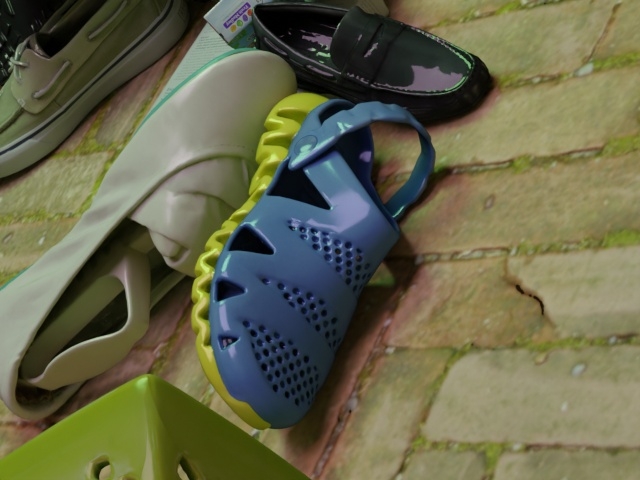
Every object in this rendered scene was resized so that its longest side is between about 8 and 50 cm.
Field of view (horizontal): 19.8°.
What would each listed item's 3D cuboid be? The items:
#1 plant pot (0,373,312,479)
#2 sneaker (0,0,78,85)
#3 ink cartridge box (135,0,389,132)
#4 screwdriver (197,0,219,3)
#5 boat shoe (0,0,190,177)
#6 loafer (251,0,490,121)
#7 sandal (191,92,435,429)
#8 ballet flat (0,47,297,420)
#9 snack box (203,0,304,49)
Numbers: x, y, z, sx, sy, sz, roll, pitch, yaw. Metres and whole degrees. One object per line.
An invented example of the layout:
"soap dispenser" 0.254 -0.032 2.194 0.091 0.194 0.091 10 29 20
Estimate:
"plant pot" -0.111 0.259 1.173 0.227 0.228 0.207 -34 43 20
"sneaker" -0.288 -0.244 2.018 0.283 0.124 0.107 -32 69 44
"ink cartridge box" -0.043 -0.176 1.702 0.223 0.045 0.224 2 56 48
"screwdriver" -0.102 -0.244 1.865 0.170 0.024 0.025 32 110 55
"boat shoe" -0.275 -0.181 1.928 0.302 0.094 0.109 -38 34 14
"loafer" 0.035 -0.153 1.523 0.223 0.078 0.076 16 66 33
"sandal" 0.000 0.000 1.407 0.138 0.126 0.317 -12 48 36
"ballet flat" -0.147 0.012 1.561 0.400 0.139 0.139 -44 32 21
"snack box" -0.034 -0.228 1.626 0.141 0.037 0.100 -42 -6 5
